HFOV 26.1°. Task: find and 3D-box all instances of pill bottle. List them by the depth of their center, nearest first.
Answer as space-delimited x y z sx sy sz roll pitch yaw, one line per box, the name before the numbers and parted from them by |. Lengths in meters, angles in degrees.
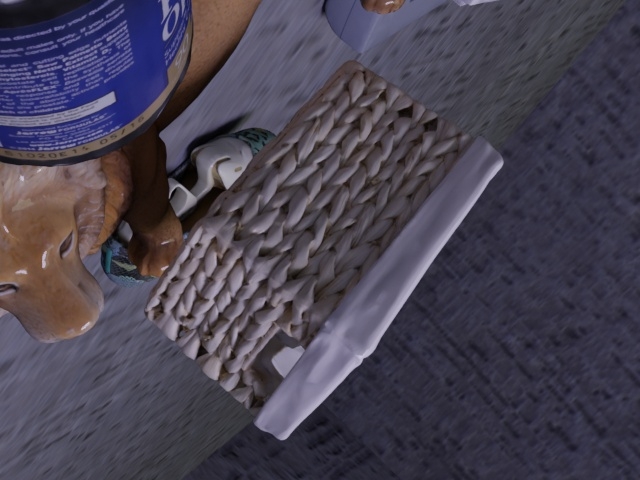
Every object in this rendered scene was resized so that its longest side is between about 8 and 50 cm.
pill bottle | -0.108 -0.113 0.475 0.123 0.123 0.219 -44 172 -13

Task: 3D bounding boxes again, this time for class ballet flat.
ballet flat | -0.100 -0.037 1.102 0.188 0.070 0.070 -46 172 -23

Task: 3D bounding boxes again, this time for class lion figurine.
lion figurine | -0.077 -0.111 0.717 0.392 0.142 0.240 -59 168 -16

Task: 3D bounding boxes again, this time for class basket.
basket | 0.000 0.000 0.719 0.167 0.103 0.113 -52 180 -39

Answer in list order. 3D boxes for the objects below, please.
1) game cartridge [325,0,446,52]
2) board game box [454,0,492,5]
game cartridge | 0.114 -0.277 1.052 0.196 0.060 0.294 -43 172 -45
board game box | 0.056 -0.197 0.650 0.053 0.193 0.305 -50 172 24
